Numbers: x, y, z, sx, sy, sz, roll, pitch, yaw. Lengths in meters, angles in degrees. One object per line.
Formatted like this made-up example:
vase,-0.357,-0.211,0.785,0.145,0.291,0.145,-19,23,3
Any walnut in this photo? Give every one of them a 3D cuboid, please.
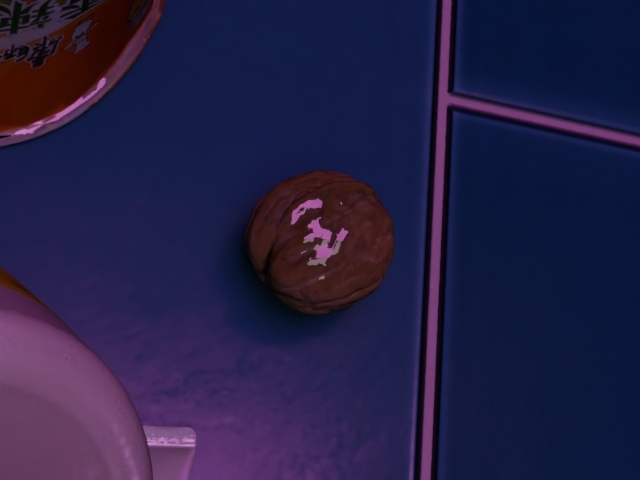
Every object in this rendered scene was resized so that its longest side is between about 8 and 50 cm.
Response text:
walnut,0.000,0.000,0.938,0.092,0.092,0.092,7,68,-17

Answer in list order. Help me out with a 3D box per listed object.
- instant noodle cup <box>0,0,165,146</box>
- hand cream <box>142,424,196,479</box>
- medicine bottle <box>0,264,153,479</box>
instant noodle cup,-0.196,-0.223,0.878,0.296,0.214,0.296,7,67,-16
hand cream,-0.098,0.193,0.845,0.078,0.050,0.205,4,64,-18
medicine bottle,-0.238,0.055,0.676,0.208,0.208,0.339,-25,37,-26
